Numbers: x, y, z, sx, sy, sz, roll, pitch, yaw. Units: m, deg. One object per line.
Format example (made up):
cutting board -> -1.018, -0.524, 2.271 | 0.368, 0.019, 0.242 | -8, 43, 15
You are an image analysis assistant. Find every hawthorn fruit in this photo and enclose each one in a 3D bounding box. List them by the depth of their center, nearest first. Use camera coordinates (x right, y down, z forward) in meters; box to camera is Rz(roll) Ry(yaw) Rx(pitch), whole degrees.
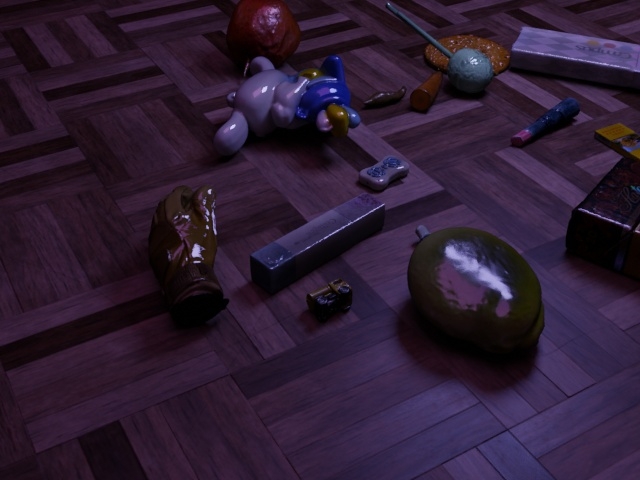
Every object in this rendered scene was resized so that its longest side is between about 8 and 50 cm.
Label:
hawthorn fruit -> -0.178, -0.556, 2.259 | 0.208, 0.207, 0.243 | 16, 67, 19

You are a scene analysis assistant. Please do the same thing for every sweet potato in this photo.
sweet potato -> 0.180, -0.384, 2.143 | 0.153, 0.038, 0.041 | -23, 66, -29

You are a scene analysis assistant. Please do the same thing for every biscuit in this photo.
biscuit -> 0.430, -0.546, 2.354 | 0.254, 0.035, 0.254 | 0, 37, 0

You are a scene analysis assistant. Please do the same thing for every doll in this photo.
doll -> -0.060, -0.339, 1.992 | 0.366, 0.187, 0.375 | 1, 60, 16

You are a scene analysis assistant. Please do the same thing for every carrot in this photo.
carrot -> 0.298, -0.415, 2.171 | 0.061, 0.061, 0.209 | 14, 34, 17

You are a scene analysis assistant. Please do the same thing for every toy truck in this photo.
toy truck -> 0.020, 0.108, 1.501 | 0.083, 0.049, 0.054 | -23, 42, -25

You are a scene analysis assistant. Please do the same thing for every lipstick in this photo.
lipstick -> 0.000, 0.000, 1.624 | 0.317, 0.068, 0.066 | -30, 46, -33
lipstick -> 0.562, -0.297, 2.024 | 0.234, 0.053, 0.053 | -29, 47, -29

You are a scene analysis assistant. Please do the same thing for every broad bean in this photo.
broad bean -> 0.282, 0.086, 1.457 | 0.238, 0.119, 0.291 | -15, 48, -17

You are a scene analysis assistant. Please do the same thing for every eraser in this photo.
eraser -> 0.754, -0.520, 2.282 | 0.397, 0.082, 0.213 | 14, 41, 18

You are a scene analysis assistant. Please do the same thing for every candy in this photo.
candy -> 0.319, -0.556, 2.260 | 0.119, 0.119, 0.440 | -22, 52, -26

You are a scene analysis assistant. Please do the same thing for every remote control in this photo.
remote control -> 0.147, -0.158, 1.856 | 0.074, 0.032, 0.122 | 30, 47, 32

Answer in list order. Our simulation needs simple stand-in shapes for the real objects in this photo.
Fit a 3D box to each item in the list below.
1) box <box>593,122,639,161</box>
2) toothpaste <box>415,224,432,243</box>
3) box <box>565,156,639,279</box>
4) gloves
box -> 0.759, -0.237, 1.970 | 0.087, 0.023, 0.155 | -17, 41, -25
toothpaste -> 0.243, 0.045, 1.595 | 0.062, 0.037, 0.216 | -13, 46, -14
box -> 0.736, -0.007, 1.599 | 0.416, 0.115, 0.264 | 27, 46, 29
gloves -> -0.261, 0.011, 1.546 | 0.141, 0.154, 0.331 | -6, 45, -11
